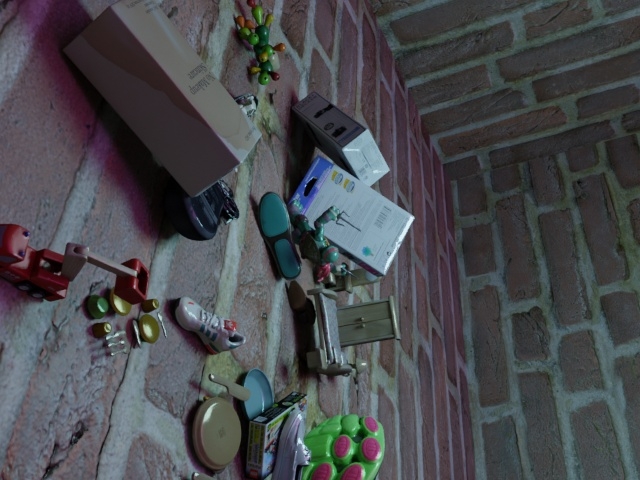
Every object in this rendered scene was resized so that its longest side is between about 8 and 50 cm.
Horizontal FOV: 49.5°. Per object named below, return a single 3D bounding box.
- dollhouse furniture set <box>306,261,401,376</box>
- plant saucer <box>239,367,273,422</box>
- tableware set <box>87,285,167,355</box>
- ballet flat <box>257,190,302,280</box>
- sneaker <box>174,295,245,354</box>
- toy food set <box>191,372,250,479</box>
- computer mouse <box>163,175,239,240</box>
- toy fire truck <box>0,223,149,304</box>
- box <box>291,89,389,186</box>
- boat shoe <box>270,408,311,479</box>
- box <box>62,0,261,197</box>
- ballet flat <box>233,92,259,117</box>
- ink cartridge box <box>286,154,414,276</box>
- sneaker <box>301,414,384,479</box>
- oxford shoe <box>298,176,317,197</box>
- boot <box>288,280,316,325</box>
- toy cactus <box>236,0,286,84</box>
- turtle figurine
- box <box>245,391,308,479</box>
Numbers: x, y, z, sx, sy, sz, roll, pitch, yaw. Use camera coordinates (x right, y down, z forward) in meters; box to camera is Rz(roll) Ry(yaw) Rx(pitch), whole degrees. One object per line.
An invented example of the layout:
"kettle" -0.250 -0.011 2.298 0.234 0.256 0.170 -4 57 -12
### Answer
"dollhouse furniture set" 0.078 0.167 1.696 0.355 0.174 0.303 45 35 -70
"plant saucer" -0.129 0.313 1.370 0.119 0.021 0.119 -14 90 -68
"tableware set" -0.298 0.119 1.071 0.154 0.024 0.103 -13 86 -68
"ballet flat" -0.098 -0.010 1.612 0.068 0.072 0.213 -145 -142 -80
"sneaker" -0.193 0.146 1.239 0.161 0.076 0.057 56 29 -42
"toy food set" -0.184 0.338 1.211 0.132 0.039 0.191 42 44 -44
"computer mouse" -0.234 -0.074 1.297 0.272 0.072 0.188 -84 152 -68
"toy fire truck" -0.327 0.032 0.889 0.192 0.135 0.047 48 35 -51
"box" 0.051 -0.279 1.896 0.290 0.087 0.169 46 -6 47
"boat shoe" -0.050 0.420 1.330 0.066 0.063 0.184 59 43 -59
"box" -0.253 -0.242 1.156 0.311 0.121 0.148 50 27 -18
"ballet flat" -0.185 -0.288 1.546 0.188 0.070 0.070 -65 137 -58
"ink cartridge box" 0.073 -0.063 1.805 0.311 0.065 0.185 33 72 -11
"sneaker" 0.015 0.568 1.390 0.202 0.186 0.482 83 22 -48
"oxford shoe" 0.009 -0.139 1.898 0.227 0.096 0.082 4 75 -66
"boot" -0.041 0.150 1.677 0.087 0.042 0.118 -11 89 -75
"toy cactus" -0.137 -0.490 1.766 0.180 0.112 0.218 36 35 -73
"turtle figurine" 0.000 0.000 1.628 0.118 0.234 0.175 -13 122 -33
"box" -0.083 0.383 1.375 0.207 0.036 0.114 -11 107 -69
